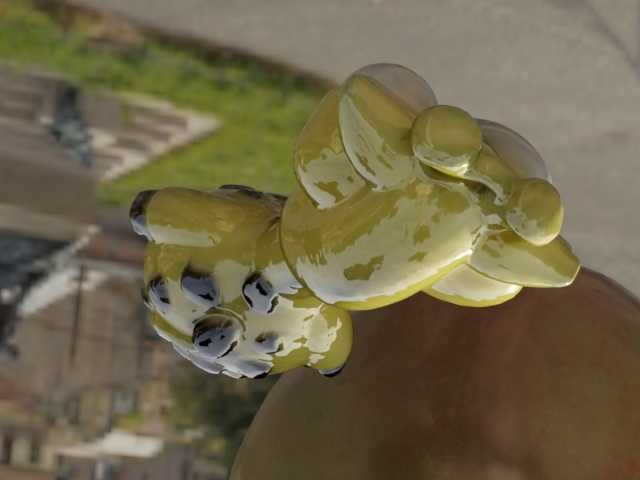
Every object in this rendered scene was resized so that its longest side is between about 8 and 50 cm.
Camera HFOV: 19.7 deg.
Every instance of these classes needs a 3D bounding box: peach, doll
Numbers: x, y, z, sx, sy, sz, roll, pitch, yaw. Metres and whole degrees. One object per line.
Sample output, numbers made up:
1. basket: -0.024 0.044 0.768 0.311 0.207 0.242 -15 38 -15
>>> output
1. peach: 0.088 0.144 0.976 0.292 0.292 0.247 -9 172 39
2. doll: 0.000 -0.001 0.722 0.117 0.086 0.291 34 156 -14
